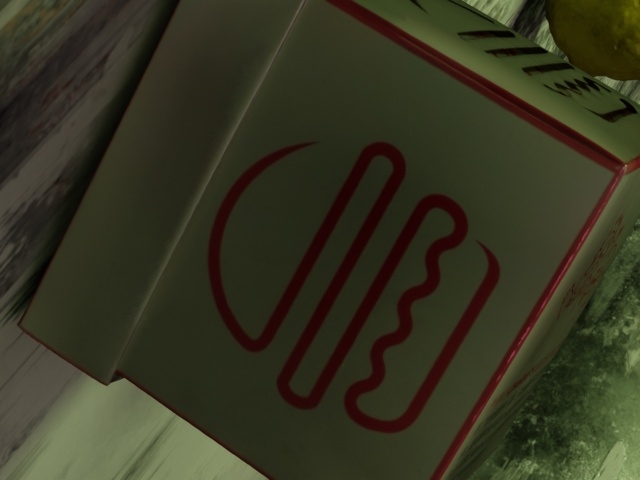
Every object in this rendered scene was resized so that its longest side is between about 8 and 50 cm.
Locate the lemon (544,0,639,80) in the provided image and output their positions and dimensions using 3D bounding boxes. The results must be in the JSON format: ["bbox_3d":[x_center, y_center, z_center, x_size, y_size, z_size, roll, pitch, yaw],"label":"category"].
[{"bbox_3d":[0.374,-0.295,1.938,0.231,0.192,0.192,-51,167,4],"label":"lemon"}]

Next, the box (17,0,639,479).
[{"bbox_3d":[0.036,-0.014,1.117,0.312,0.300,0.314,-61,167,17],"label":"box"}]
